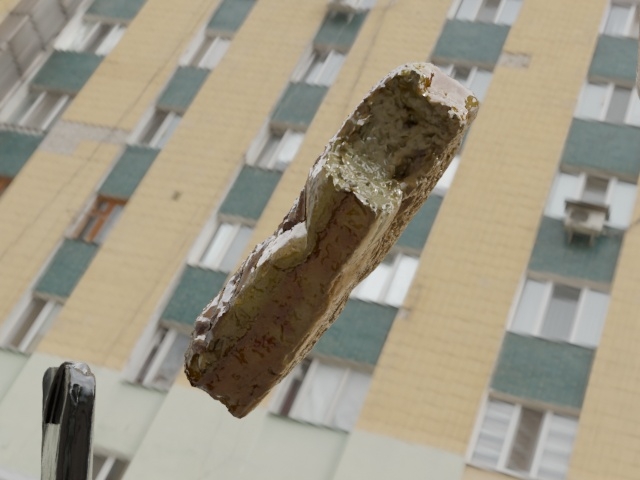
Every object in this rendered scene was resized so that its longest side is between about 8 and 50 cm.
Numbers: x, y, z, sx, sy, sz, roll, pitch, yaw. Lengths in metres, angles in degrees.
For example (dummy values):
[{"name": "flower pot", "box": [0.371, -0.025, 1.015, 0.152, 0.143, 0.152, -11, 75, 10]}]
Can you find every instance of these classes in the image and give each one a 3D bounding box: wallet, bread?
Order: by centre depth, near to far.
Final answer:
[{"name": "bread", "box": [0.000, 0.000, 1.008, 0.109, 0.185, 0.380, 41, -60, 9]}, {"name": "wallet", "box": [-0.265, 0.224, 1.116, 0.051, 0.197, 0.377, 4, -6, -16]}]

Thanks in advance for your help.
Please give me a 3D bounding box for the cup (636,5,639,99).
[{"name": "cup", "box": [0.436, -0.216, 1.126, 0.221, 0.167, 0.202, 40, -11, 32]}]
